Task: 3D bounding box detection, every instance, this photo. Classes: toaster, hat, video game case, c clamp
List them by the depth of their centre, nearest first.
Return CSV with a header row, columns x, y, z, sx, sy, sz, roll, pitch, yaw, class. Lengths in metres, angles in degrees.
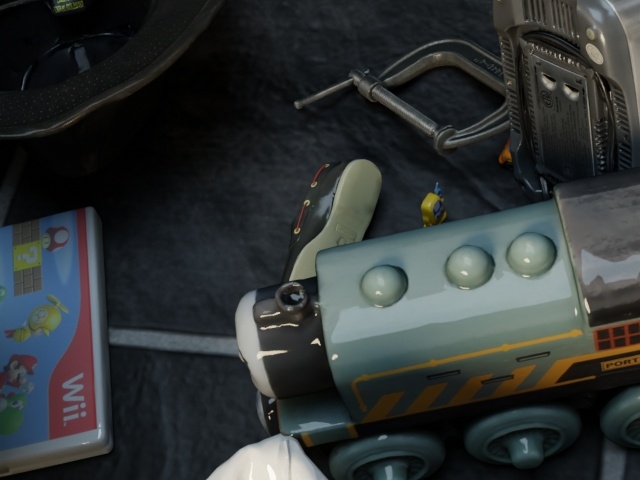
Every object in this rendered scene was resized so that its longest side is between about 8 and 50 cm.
x,y,z,sx,sy,sz,roll,pitch,yaw,class
0.211,-0.103,1.005,0.146,0.227,0.129,-28,36,-22,toaster
-0.297,0.092,1.117,0.285,0.025,0.204,-13,56,6,video game case
0.080,-0.105,1.129,0.137,0.022,0.161,-34,40,-20,c clamp
-0.204,-0.136,1.173,0.331,0.134,0.331,-7,38,6,hat

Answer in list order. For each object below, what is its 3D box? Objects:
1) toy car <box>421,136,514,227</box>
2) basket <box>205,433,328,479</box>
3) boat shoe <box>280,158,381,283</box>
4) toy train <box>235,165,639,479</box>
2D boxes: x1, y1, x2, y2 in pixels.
x,y,z,sx,sy,sz,roll,pitch,yaw,class
0.130,-0.044,1.079,0.122,0.040,0.060,-42,57,-13,toy car
-0.032,0.345,0.738,0.328,0.266,0.331,-36,55,-9,basket
0.001,0.001,1.086,0.042,0.049,0.133,1,61,49,boat shoe
0.112,0.054,0.931,0.334,0.190,0.142,-11,56,8,toy train
